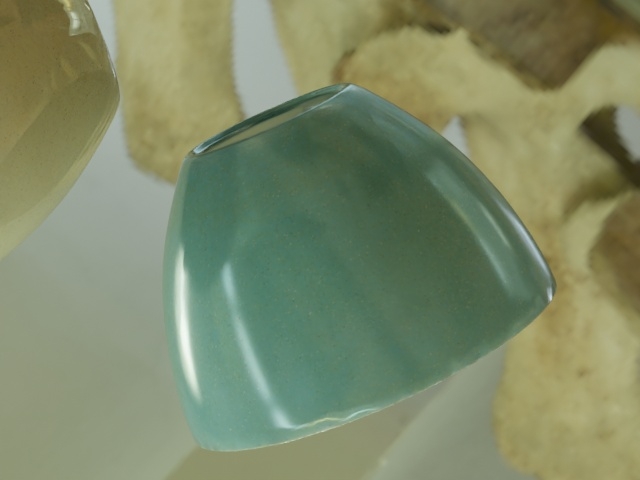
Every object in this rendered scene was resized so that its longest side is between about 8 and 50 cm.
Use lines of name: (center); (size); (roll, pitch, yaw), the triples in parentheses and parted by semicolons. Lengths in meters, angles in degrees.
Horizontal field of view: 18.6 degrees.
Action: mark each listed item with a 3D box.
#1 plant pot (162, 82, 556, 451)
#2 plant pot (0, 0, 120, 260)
plant pot: (0.000, 0.000, 1.427); (0.290, 0.290, 0.195); (-35, -76, -48)
plant pot: (-0.255, -0.119, 1.402); (0.191, 0.284, 0.284); (-24, -115, -12)
